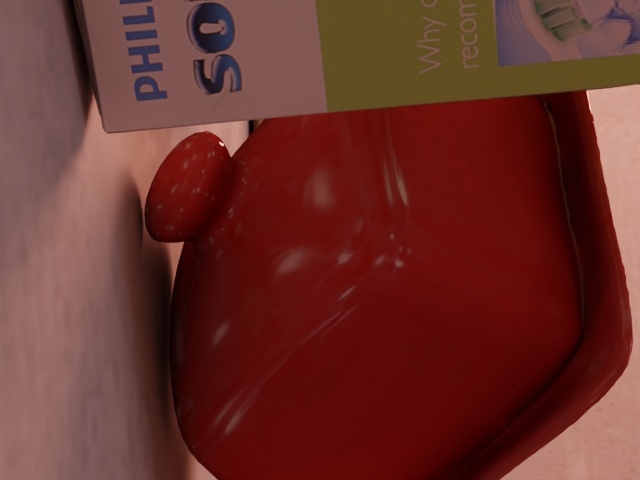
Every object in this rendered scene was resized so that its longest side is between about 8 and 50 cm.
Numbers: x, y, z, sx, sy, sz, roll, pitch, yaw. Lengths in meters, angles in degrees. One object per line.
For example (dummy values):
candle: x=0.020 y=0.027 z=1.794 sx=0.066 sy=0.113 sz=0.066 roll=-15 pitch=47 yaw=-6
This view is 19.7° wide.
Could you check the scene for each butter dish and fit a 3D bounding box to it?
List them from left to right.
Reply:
butter dish: x=0.001 y=0.007 z=0.558 sx=0.160 sy=0.118 sz=0.160 roll=-44 pitch=-151 yaw=32

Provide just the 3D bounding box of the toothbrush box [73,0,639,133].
toothbrush box: x=0.076 y=-0.139 z=0.514 sx=0.206 sy=0.283 sz=0.122 roll=-90 pitch=173 yaw=-58

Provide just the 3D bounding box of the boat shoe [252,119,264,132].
boat shoe: x=0.017 y=-0.051 z=0.990 sx=0.109 sy=0.098 sz=0.302 roll=81 pitch=5 yaw=-50
